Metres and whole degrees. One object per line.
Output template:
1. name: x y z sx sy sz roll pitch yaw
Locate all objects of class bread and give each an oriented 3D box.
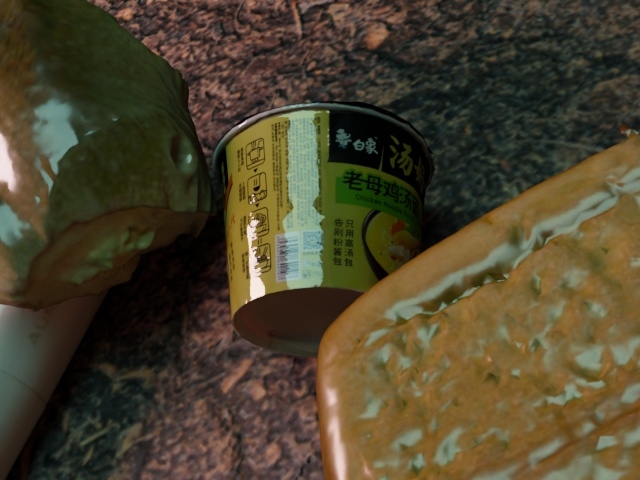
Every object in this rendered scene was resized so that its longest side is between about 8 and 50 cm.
1. bread: 0.174 0.106 0.482 0.337 0.148 0.328 -32 42 6

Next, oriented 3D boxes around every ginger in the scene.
1. ginger: -0.198 -0.065 0.719 0.276 0.130 0.221 18 72 25

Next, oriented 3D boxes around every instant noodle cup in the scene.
1. instant noodle cup: 0.000 0.000 0.664 0.152 0.151 0.122 -9 60 23

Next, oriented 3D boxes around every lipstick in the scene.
1. lipstick: -0.223 0.067 0.766 0.087 0.087 0.326 6 58 32
